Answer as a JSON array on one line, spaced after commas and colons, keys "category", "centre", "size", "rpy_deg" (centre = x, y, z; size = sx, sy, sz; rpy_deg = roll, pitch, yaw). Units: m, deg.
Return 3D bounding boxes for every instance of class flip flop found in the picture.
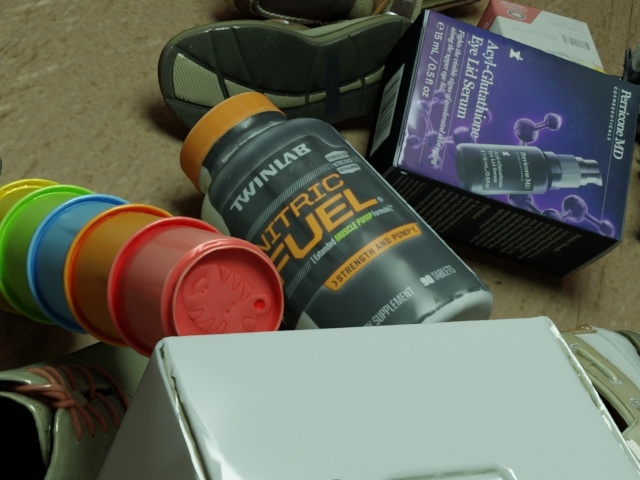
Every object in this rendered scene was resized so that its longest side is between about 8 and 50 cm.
[{"category": "flip flop", "centre": [-0.026, -0.152, 1.084], "size": [0.277, 0.112, 0.080], "rpy_deg": [-17, 31, -37]}]

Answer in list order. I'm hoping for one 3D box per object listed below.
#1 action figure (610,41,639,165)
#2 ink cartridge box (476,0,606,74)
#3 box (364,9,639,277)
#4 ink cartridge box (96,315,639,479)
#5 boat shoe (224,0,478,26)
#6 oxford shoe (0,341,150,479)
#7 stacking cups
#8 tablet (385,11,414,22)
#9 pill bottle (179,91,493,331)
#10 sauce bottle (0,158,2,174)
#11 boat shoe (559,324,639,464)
[{"category": "action figure", "centre": [0.362, -0.121, 1.228], "size": [0.164, 0.141, 0.275], "rpy_deg": [15, 45, -12]}, {"category": "ink cartridge box", "centre": [0.223, -0.151, 1.236], "size": [0.115, 0.067, 0.198], "rpy_deg": [13, 41, -15]}, {"category": "box", "centre": [0.151, -0.078, 1.049], "size": [0.207, 0.108, 0.153], "rpy_deg": [16, 68, -11]}, {"category": "ink cartridge box", "centre": [-0.006, 0.172, 0.598], "size": [0.211, 0.289, 0.121], "rpy_deg": [-1, 48, -30]}, {"category": "boat shoe", "centre": [0.055, -0.259, 1.222], "size": [0.342, 0.123, 0.123], "rpy_deg": [-17, 55, -47]}, {"category": "oxford shoe", "centre": [-0.141, 0.120, 0.701], "size": [0.123, 0.130, 0.348], "rpy_deg": [39, 41, 13]}, {"category": "stacking cups", "centre": [-0.124, 0.013, 0.703], "size": [0.096, 0.096, 0.316], "rpy_deg": [2, 2, -27]}, {"category": "tablet", "centre": [0.076, -0.185, 1.183], "size": [0.054, 0.083, 0.006], "rpy_deg": [24, 64, -4]}, {"category": "pill bottle", "centre": [0.000, 0.000, 0.907], "size": [0.130, 0.130, 0.245], "rpy_deg": [-21, 59, -42]}, {"category": "sauce bottle", "centre": [-0.359, -0.114, 0.756], "size": [0.344, 0.111, 0.111], "rpy_deg": [41, 36, -21]}, {"category": "boat shoe", "centre": [0.226, 0.180, 0.866], "size": [0.103, 0.113, 0.302], "rpy_deg": [7, 34, -21]}]
